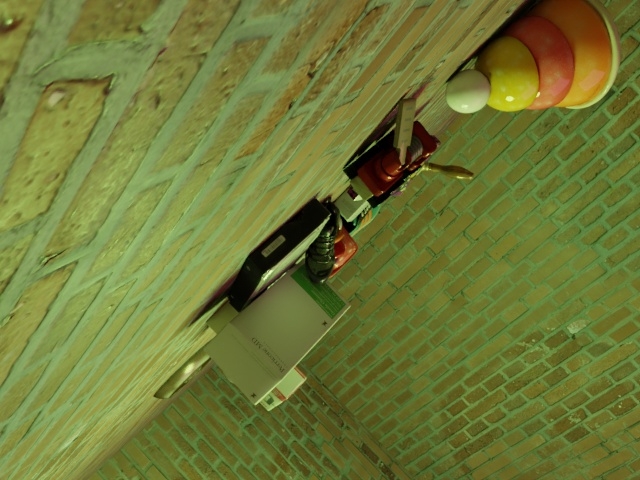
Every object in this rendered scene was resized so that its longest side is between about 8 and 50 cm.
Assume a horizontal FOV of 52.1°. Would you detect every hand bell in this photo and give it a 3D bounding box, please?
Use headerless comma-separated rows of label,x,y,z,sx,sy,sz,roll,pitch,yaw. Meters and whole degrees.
hand bell,0.338,-0.218,1.965,0.126,0.241,0.126,15,90,-82

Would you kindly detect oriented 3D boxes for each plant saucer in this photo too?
plant saucer,-0.490,0.487,2.443,0.310,0.050,0.310,-44,175,-4

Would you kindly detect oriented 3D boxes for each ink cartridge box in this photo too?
ink cartridge box,-0.151,0.392,1.889,0.092,0.158,0.218,-43,176,-28
ink cartridge box,0.125,-0.144,1.990,0.175,0.072,0.127,-45,176,7

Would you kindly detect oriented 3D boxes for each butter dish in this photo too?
butter dish,0.048,0.019,2.125,0.160,0.160,0.118,-43,-166,-17

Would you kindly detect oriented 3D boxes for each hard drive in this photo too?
hard drive,-0.111,0.048,1.635,0.237,0.064,0.339,-42,177,-27

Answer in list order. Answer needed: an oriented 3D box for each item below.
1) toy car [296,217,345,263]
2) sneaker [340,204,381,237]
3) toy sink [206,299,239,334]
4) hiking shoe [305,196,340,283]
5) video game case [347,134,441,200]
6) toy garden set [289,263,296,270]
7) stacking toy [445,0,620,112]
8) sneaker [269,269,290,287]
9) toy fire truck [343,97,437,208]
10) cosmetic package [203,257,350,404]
toy car,0.006,0.013,1.931,0.159,0.136,0.182,-42,176,-39
sneaker,0.125,-0.094,2.279,0.302,0.108,0.121,-49,173,-18
toy sink,-0.233,0.259,1.929,0.131,0.153,0.234,-44,177,-7
hiking shoe,0.000,0.000,1.736,0.114,0.086,0.227,63,33,-74
video game case,0.206,-0.204,1.821,0.232,0.042,0.210,-10,145,-49
toy garden set,-0.056,0.163,2.235,0.204,0.049,0.245,136,-42,-58
stacking toy,0.552,-0.480,1.831,0.479,0.351,0.350,-24,169,-21
sneaker,-0.150,0.129,1.975,0.161,0.075,0.057,-43,176,-32
toy fire truck,0.186,-0.220,1.494,0.217,0.159,0.246,-41,-175,-37
cosmetic package,-0.104,0.227,1.708,0.155,0.197,0.365,-47,177,38
